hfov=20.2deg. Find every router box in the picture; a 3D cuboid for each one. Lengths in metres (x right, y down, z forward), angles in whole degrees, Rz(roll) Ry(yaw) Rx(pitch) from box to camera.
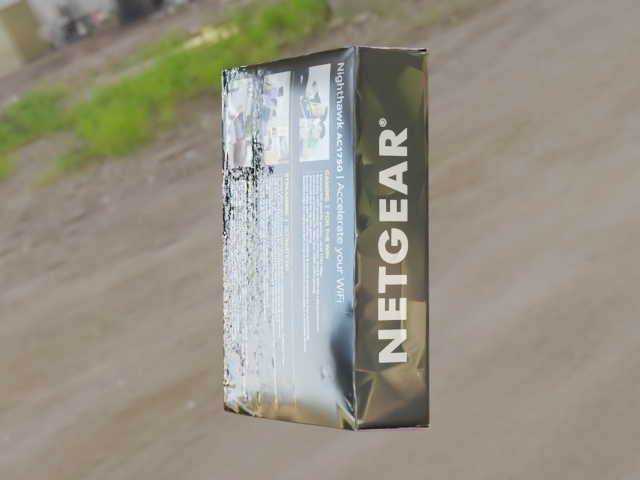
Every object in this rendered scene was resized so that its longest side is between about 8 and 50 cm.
[{"bbox_3d":[0.000,0.000,0.875,0.046,0.179,0.133,0,0,-30],"label":"router box"}]
